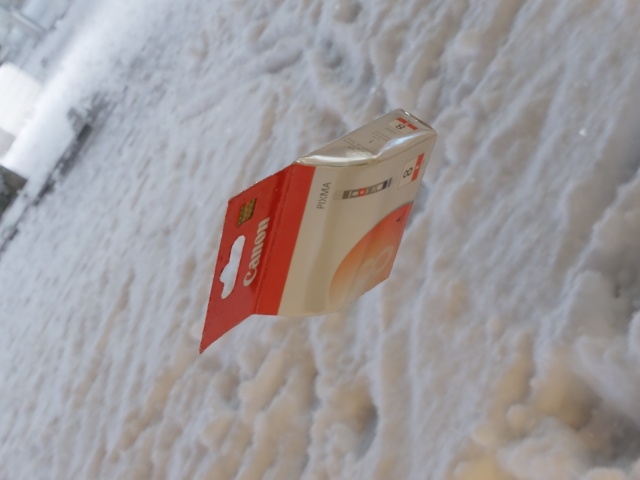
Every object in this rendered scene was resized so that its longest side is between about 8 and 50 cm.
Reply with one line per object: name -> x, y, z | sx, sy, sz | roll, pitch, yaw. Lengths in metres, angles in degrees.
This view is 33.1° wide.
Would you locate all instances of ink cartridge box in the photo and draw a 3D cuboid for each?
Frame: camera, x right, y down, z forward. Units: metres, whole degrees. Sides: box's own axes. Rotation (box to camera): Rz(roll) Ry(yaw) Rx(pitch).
ink cartridge box -> 0.000, 0.000, 0.746 | 0.179, 0.045, 0.145 | -35, -29, -43
